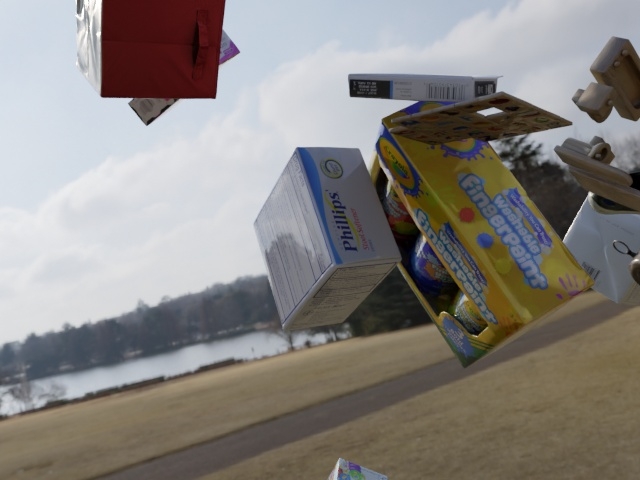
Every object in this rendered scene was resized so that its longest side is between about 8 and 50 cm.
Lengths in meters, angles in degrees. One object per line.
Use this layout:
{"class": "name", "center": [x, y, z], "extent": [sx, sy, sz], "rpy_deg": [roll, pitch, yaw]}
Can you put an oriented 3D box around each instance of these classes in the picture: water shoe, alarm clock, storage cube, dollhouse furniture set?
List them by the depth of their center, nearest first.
{"class": "dollhouse furniture set", "center": [0.391, -0.137, 0.810], "extent": [0.144, 0.151, 0.123], "rpy_deg": [33, 4, -40]}
{"class": "storage cube", "center": [-0.288, -0.347, 1.089], "extent": [0.193, 0.183, 0.215], "rpy_deg": [-7, 32, -31]}
{"class": "water shoe", "center": [0.600, -0.089, 1.213], "extent": [0.203, 0.073, 0.080], "rpy_deg": [-9, -21, -12]}
{"class": "alarm clock", "center": [0.692, 0.059, 1.366], "extent": [0.064, 0.192, 0.129], "rpy_deg": [-47, -23, -11]}

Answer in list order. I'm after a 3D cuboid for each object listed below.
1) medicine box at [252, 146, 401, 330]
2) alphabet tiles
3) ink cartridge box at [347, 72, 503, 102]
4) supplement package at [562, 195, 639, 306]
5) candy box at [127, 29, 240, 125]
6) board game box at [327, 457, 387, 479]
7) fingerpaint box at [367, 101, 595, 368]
{"class": "medicine box", "center": [0.000, 0.000, 1.324], "extent": [0.149, 0.263, 0.289], "rpy_deg": [-4, -29, -28]}
{"class": "alphabet tiles", "center": [0.234, -0.181, 1.027], "extent": [0.198, 0.009, 0.237], "rpy_deg": [6, -7, -43]}
{"class": "ink cartridge box", "center": [0.180, -0.256, 1.094], "extent": [0.206, 0.045, 0.208], "rpy_deg": [8, 17, 27]}
{"class": "supplement package", "center": [0.753, 0.032, 1.614], "extent": [0.263, 0.198, 0.199], "rpy_deg": [9, 22, -42]}
{"class": "candy box", "center": [-0.309, -0.371, 1.499], "extent": [0.233, 0.071, 0.159], "rpy_deg": [-32, 15, 31]}
{"class": "board game box", "center": [0.055, 0.731, 1.711], "extent": [0.144, 0.275, 0.142], "rpy_deg": [23, 26, -3]}
{"class": "fingerpaint box", "center": [0.267, -0.005, 1.300], "extent": [0.163, 0.444, 0.371], "rpy_deg": [-27, -17, -14]}
